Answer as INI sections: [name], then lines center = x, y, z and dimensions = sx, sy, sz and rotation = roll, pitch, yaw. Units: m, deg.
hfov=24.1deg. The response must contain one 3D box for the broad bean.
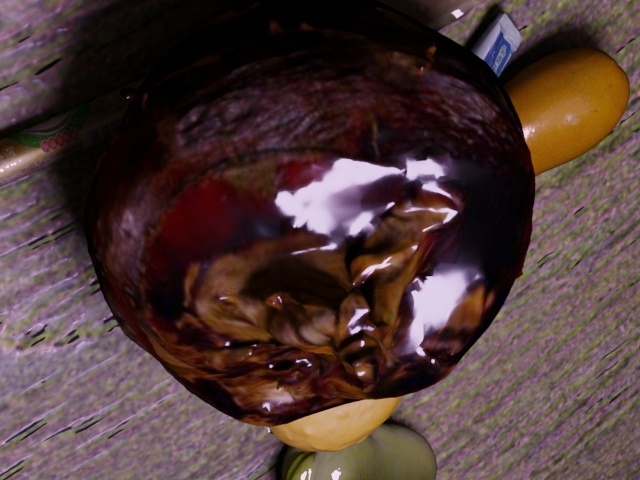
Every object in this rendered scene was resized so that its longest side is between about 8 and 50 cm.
[broad bean]
center = 0.036, 0.226, 1.402
dimensions = 0.174, 0.082, 0.124
rotation = 24, 97, -39

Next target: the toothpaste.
[toothpaste]
center = 0.112, -0.110, 1.312
dimensions = 0.197, 0.035, 0.057
rotation = -54, 147, -1

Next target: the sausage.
[sausage]
center = -0.192, -0.078, 1.117
dimensions = 0.269, 0.033, 0.033
rotation = -27, 126, -21

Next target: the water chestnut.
[water chestnut]
center = 0.000, 0.000, 1.076
dimensions = 0.335, 0.347, 0.335
rotation = -8, 132, -9

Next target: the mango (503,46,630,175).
[mango]
center = 0.193, -0.105, 1.340
dimensions = 0.184, 0.085, 0.102
rotation = -34, 133, -3

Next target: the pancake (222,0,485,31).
[pancake]
center = 0.035, -0.270, 1.118
dimensions = 0.294, 0.049, 0.294
rotation = -8, 125, -12

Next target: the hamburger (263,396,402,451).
[hamburger]
center = 0.005, 0.102, 1.294
dimensions = 0.162, 0.115, 0.162
rotation = -17, 125, -26
